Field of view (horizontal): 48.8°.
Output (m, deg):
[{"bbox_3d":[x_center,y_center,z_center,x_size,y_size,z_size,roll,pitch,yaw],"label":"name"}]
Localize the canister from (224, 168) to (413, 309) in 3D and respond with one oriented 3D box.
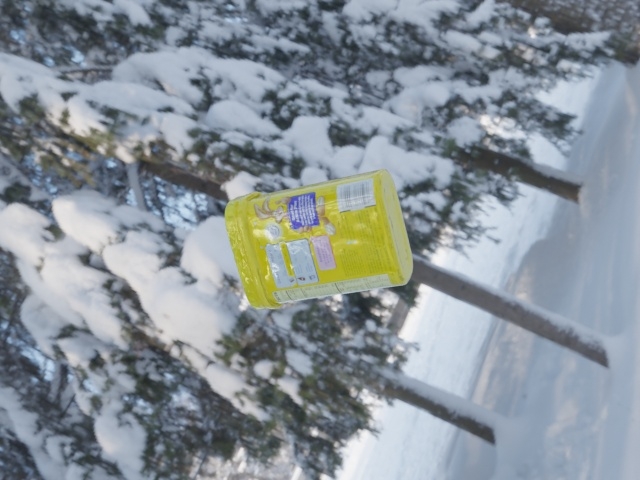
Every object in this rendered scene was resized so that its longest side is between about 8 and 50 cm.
[{"bbox_3d":[0.000,0.000,0.735,0.073,0.169,0.126,-41,-61,-65],"label":"canister"}]
